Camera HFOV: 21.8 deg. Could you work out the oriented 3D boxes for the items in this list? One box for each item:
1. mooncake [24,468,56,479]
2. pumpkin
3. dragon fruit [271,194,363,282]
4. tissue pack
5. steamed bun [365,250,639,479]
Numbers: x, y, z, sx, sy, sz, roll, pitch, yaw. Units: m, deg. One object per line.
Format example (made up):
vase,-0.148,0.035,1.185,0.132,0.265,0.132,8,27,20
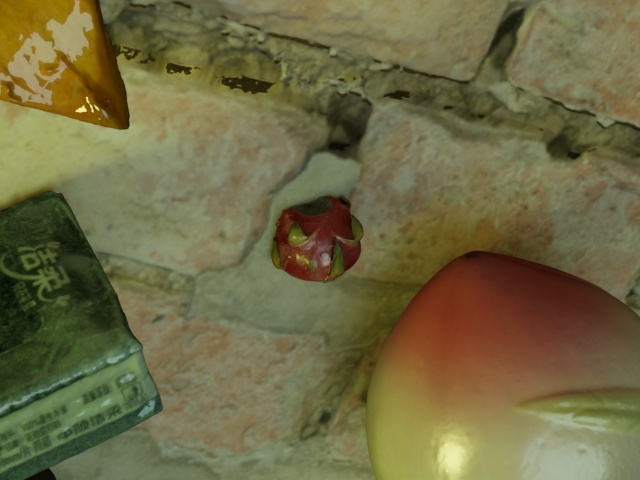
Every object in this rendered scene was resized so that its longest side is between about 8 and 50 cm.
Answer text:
mooncake,-0.319,0.260,1.379,0.124,0.228,0.228,38,99,-30
pumpkin,-0.264,-0.204,1.190,0.258,0.095,0.290,-11,118,-24
dragon fruit,0.000,0.000,1.478,0.083,0.060,0.056,-16,129,-15
tissue pack,-0.303,0.106,1.283,0.315,0.228,0.103,-25,133,-12
steamed bun,0.178,0.137,1.518,0.309,0.309,0.309,-13,125,-19
